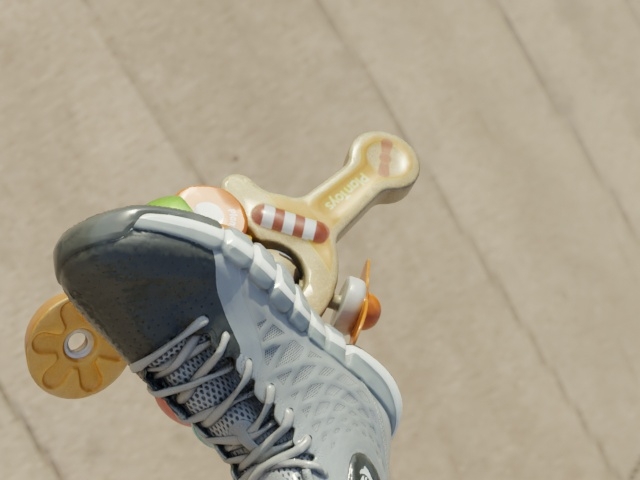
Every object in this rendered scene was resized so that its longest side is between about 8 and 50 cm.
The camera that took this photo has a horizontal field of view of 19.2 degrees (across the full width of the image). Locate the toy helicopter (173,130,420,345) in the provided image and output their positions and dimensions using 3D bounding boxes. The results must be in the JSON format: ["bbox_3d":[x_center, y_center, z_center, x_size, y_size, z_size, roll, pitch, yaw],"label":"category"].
[{"bbox_3d":[0.000,0.000,1.987,0.235,0.140,0.355,38,51,14],"label":"toy helicopter"}]

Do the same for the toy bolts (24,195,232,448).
[{"bbox_3d":[-0.121,0.113,1.662,0.158,0.218,0.228,37,-20,55],"label":"toy bolts"}]

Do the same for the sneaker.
[{"bbox_3d":[-0.034,0.083,0.897,0.229,0.086,0.132,35,35,-36],"label":"sneaker"}]
